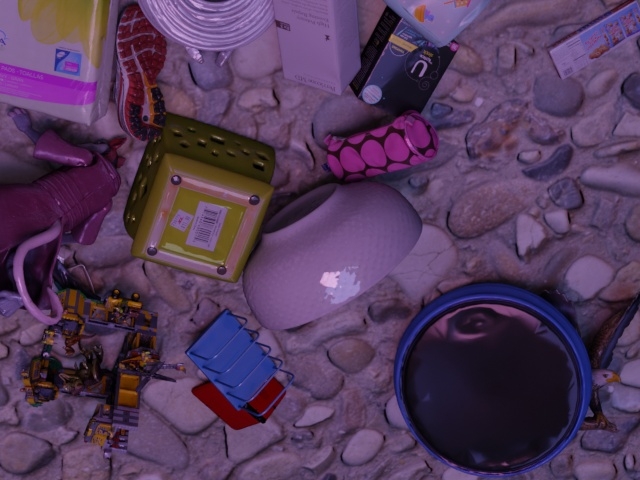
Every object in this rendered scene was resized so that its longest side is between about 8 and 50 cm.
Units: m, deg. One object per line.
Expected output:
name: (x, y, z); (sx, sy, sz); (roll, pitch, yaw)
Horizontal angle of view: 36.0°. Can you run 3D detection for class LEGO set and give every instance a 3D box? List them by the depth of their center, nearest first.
LEGO set: (-0.417, 0.258, 1.791); (0.255, 0.192, 0.331); (19, 132, -24)

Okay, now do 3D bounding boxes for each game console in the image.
game console: (-0.165, 0.307, 2.005); (0.144, 0.085, 0.124); (47, 70, -26)

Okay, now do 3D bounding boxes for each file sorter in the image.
file sorter: (-0.150, 0.237, 1.896); (0.118, 0.104, 0.170); (-47, 116, -21)

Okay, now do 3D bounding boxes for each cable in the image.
cable: (-0.177, -0.434, 1.589); (0.257, 0.089, 0.257); (40, 97, -24)

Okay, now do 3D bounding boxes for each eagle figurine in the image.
eagle figurine: (0.545, 0.246, 2.028); (0.226, 0.225, 0.298); (3, 85, -54)

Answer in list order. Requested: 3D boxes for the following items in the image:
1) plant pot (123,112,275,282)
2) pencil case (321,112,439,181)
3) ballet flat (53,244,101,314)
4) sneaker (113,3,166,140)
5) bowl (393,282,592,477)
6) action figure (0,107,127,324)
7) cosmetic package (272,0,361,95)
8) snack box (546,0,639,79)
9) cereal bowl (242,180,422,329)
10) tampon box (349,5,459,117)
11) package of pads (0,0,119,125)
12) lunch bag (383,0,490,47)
plant pot: (-0.207, -0.063, 1.710); (0.227, 0.207, 0.228); (17, 111, -17)
pencil case: (0.103, -0.164, 1.720); (0.209, 0.095, 0.098); (-14, 114, 43)
ballet flat: (-0.473, 0.053, 1.804); (0.074, 0.074, 0.203); (-32, 110, 6)
sneaker: (-0.316, -0.282, 1.651); (0.088, 0.092, 0.225); (-3, 100, -35)
bowl: (0.336, 0.281, 1.943); (0.391, 0.077, 0.391); (1, 96, 12)
action figure: (-0.440, -0.069, 1.618); (0.370, 0.275, 0.248); (-45, 126, -31)
cosmetic package: (-0.006, -0.354, 1.598); (0.117, 0.085, 0.231); (20, 146, 21)
snack box: (0.503, -0.366, 1.788); (0.178, 0.022, 0.064); (-30, 116, 6)
cereal bowl: (0.000, 0.000, 1.716); (0.339, 0.339, 0.141); (-31, 104, 6)
tampon box: (0.141, -0.306, 1.709); (0.120, 0.101, 0.161); (22, 110, -19)
package of pads: (-0.443, -0.352, 1.558); (0.229, 0.101, 0.297); (15, 113, 5)
lunch bag: (0.188, -0.473, 1.585); (0.223, 0.160, 0.262); (38, 86, -24)
